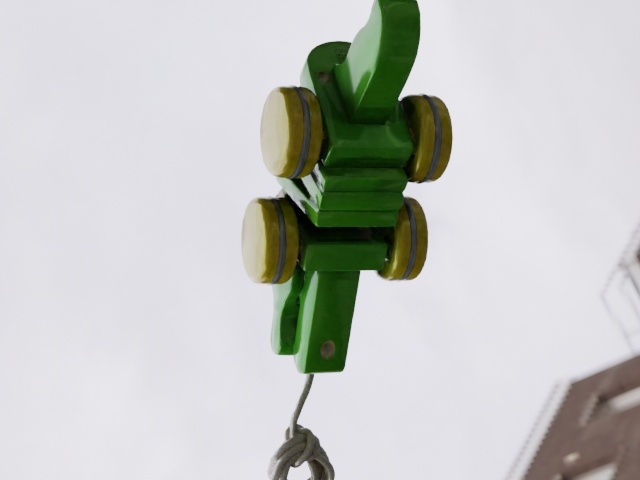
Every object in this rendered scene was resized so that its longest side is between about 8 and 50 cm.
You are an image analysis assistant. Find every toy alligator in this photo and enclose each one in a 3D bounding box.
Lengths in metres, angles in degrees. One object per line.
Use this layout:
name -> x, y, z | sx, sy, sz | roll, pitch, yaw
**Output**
toy alligator -> 0.000, 0.000, 0.524 | 0.056, 0.190, 0.051 | 0, -149, -20
